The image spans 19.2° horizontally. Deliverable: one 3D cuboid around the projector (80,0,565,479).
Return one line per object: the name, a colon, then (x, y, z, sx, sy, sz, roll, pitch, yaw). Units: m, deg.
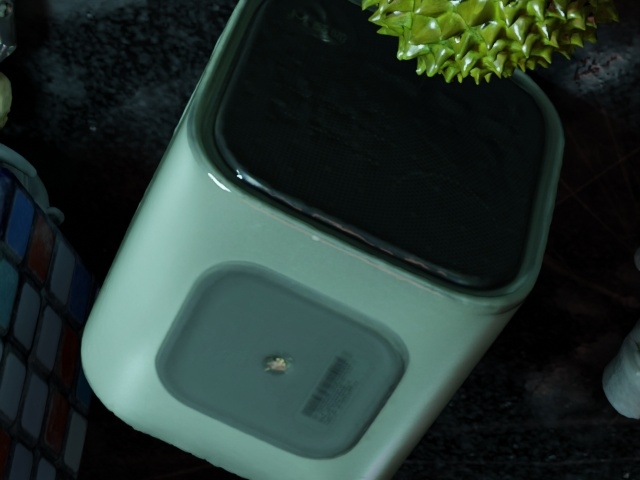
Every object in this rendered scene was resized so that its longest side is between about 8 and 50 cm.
projector: (0.000, 0.000, 1.316, 0.248, 0.249, 0.249, 25, 134, -6)

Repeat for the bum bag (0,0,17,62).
bum bag: (-0.338, -0.185, 1.373, 0.248, 0.069, 0.102, 25, 126, 3)

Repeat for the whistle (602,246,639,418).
whistle: (0.290, 0.025, 1.344, 0.142, 0.134, 0.346, 33, 146, 7)

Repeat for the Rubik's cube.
Rubik's cube: (-0.351, 0.112, 1.445, 0.287, 0.293, 0.292, 5, 159, 12)

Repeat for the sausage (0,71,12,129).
sausage: (-0.380, -0.139, 1.436, 0.301, 0.066, 0.066, 13, 135, 3)

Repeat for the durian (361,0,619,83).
durian: (0.102, -0.201, 1.160, 0.200, 0.176, 0.237, 19, 150, 28)

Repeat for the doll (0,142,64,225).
doll: (-0.290, -0.057, 1.489, 0.194, 0.062, 0.104, 26, 123, 2)
